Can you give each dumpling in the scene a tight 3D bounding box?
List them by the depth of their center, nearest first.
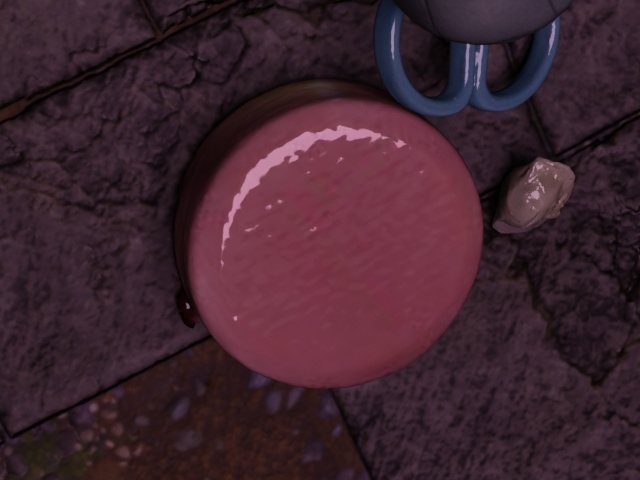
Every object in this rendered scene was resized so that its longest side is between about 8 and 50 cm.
[{"bbox_3d":[0.177,-0.033,1.604,0.057,0.052,0.076,18,101,-8],"label":"dumpling"}]

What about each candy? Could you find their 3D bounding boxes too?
[{"bbox_3d":[0.000,0.000,1.545,0.255,0.094,0.255,-5,110,-14],"label":"candy"}]

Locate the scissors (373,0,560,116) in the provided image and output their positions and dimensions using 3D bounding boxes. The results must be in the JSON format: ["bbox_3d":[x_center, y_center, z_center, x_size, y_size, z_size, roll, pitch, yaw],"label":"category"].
[{"bbox_3d":[0.126,-0.318,1.484,0.192,0.029,0.447,-6,105,-41],"label":"scissors"}]

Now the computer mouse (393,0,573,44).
[{"bbox_3d":[0.099,-0.327,1.378,0.188,0.122,0.371,-8,83,15],"label":"computer mouse"}]
